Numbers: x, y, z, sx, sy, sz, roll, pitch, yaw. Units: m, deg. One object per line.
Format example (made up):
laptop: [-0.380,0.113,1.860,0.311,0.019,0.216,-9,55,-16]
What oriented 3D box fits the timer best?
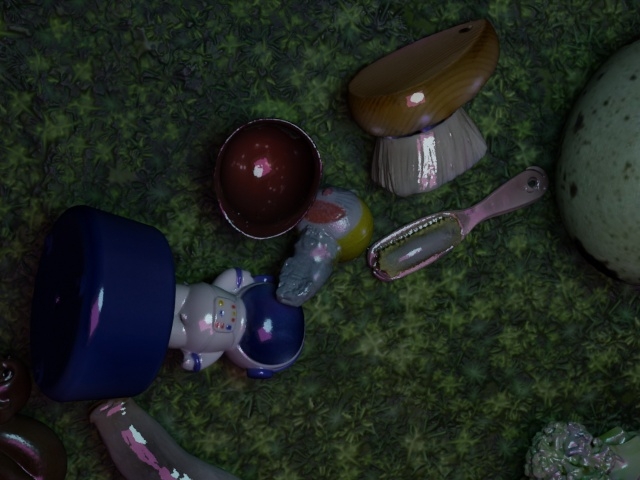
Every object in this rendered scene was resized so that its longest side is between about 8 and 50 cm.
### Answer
timer: [-0.194,0.106,1.855,0.384,0.270,0.270,8,99,-27]

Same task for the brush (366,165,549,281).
brush: [0.218,-0.024,1.985,0.313,0.067,0.072,-27,103,-7]

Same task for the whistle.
whistle: [0.000,0.000,1.890,0.123,0.123,0.223,43,55,-15]

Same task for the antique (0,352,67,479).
antique: [-0.454,0.275,1.879,0.143,0.121,0.257,-20,104,-14]

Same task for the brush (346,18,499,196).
brush: [0.174,-0.198,1.902,0.267,0.174,0.166,-35,118,-20]

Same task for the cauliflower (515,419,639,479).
cauliflower: [0.445,0.380,2.049,0.315,0.239,0.256,-36,79,-20]

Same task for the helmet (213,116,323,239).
helmet: [-0.081,-0.095,1.889,0.155,0.106,0.175,-1,100,-9]

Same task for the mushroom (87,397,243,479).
mushroom: [-0.207,0.358,1.954,0.351,0.097,0.109,40,90,-12]

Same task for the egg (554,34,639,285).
egg: [0.489,-0.122,1.906,0.288,0.287,0.379,8,85,-12]
